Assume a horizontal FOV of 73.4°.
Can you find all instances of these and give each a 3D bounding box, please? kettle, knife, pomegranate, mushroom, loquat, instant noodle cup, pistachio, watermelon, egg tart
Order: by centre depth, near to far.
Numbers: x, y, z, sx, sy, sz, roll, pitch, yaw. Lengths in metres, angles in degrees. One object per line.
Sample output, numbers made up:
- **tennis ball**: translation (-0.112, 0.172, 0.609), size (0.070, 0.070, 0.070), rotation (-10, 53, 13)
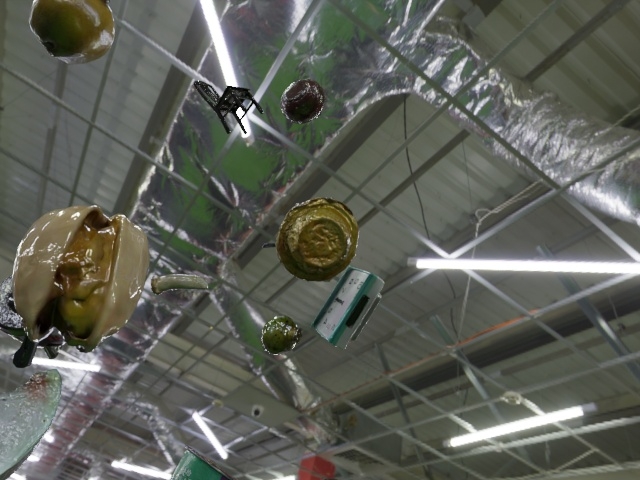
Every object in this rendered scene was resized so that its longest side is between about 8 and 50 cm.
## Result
- **pistachio**: translation (-0.303, 0.042, 0.548), size (0.158, 0.229, 0.157), rotation (-8, -56, -13)
- **knife**: translation (-0.522, 0.180, 0.770), size (0.031, 0.018, 0.121), rotation (28, -75, 8)
- **watermelon**: translation (-0.711, 0.396, 0.878), size (0.290, 0.319, 0.213), rotation (-23, -61, 31)
- **instant noodle cup**: translation (-0.299, 0.670, 1.078), size (0.251, 0.190, 0.251), rotation (26, -30, 16)
- **loquat**: translation (-0.680, -0.623, 1.211), size (0.246, 0.213, 0.213), rotation (-39, -63, 4)
- **kettle**: translation (-0.853, 0.223, 1.317), size (0.251, 0.207, 0.271), rotation (39, -34, 18)
- **pomegranate**: translation (-0.120, 0.298, 1.342), size (0.131, 0.130, 0.130), rotation (10, -45, 10)
- **egg tart**: translation (0.000, 0.000, 1.372), size (0.288, 0.288, 0.118), rotation (33, -3, -13)
- **mushroom**: translation (-0.530, 0.162, 1.610), size (0.210, 0.084, 0.071), rotation (-2, -81, -7)

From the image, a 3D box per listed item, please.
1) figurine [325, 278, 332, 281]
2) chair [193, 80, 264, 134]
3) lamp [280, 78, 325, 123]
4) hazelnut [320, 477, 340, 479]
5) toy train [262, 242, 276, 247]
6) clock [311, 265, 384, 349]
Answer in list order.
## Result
- **figurine**: translation (0.013, 0.065, 1.932), size (0.133, 0.275, 0.200), rotation (-3, -49, 10)
- **chair**: translation (-0.266, -0.411, 1.220), size (0.101, 0.084, 0.212), rotation (-43, -106, 32)
- **lamp**: translation (-0.052, -0.460, 1.447), size (0.157, 0.157, 0.135), rotation (-7, -31, 28)
- **hazelnut**: translation (0.030, 0.418, 0.511), size (0.234, 0.218, 0.217), rotation (32, -42, 12)
- **toy train**: translation (-0.216, 0.019, 1.791), size (0.017, 0.083, 0.017), rotation (30, -73, 30)
- **clock**: translation (0.104, 0.230, 1.459), size (0.116, 0.262, 0.231), rotation (34, -7, -15)
